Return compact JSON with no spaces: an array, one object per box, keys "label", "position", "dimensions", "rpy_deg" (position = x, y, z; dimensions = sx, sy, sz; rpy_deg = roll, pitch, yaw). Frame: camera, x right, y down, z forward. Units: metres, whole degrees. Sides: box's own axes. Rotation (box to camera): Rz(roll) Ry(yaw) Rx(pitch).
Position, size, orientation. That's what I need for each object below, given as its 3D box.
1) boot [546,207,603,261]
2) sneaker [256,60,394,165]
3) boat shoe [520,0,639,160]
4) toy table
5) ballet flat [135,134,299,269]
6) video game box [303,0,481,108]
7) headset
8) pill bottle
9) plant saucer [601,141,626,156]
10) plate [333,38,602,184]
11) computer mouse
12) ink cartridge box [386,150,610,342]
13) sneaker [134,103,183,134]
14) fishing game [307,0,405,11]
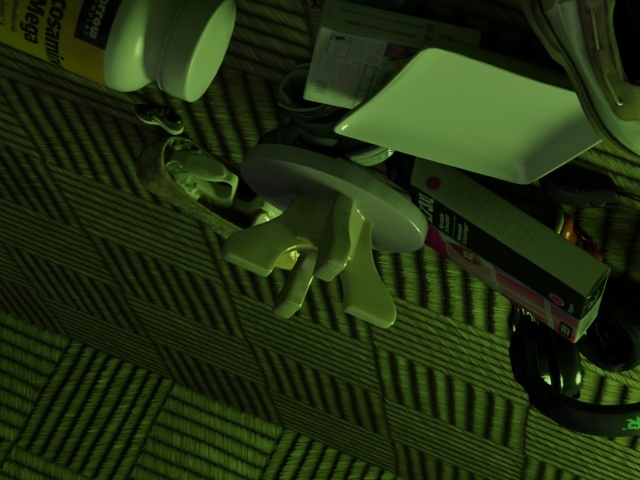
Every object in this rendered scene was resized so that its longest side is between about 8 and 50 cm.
[{"label":"boot","position":[0.352,0.005,2.015],"dimensions":[0.085,0.059,0.158],"rpy_deg":[7,156,11]},{"label":"sneaker","position":[-0.021,-0.167,1.971],"dimensions":[0.269,0.101,0.153],"rpy_deg":[-5,143,46]},{"label":"boat shoe","position":[0.325,-0.175,1.490],"dimensions":[0.302,0.113,0.103],"rpy_deg":[41,162,-33]},{"label":"toy table","position":[0.000,0.000,1.983],"dimensions":[0.274,0.161,0.252],"rpy_deg":[19,155,0]},{"label":"ballet flat","position":[-0.137,-0.063,2.368],"dimensions":[0.349,0.123,0.123],"rpy_deg":[30,160,-11]},{"label":"video game box","position":[0.082,-0.210,1.747],"dimensions":[0.187,0.048,0.205],"rpy_deg":[14,161,-2]},{"label":"headset","position":[0.383,0.166,2.121],"dimensions":[0.394,0.243,0.185],"rpy_deg":[47,154,49]},{"label":"pill bottle","position":[-0.285,-0.301,1.819],"dimensions":[0.334,0.188,0.188],"rpy_deg":[23,160,8]},{"label":"plant saucer","position":[0.366,-0.121,1.726],"dimensions":[0.083,0.013,0.083],"rpy_deg":[23,161,8]},{"label":"plate","position":[0.192,-0.155,1.712],"dimensions":[0.277,0.045,0.278],"rpy_deg":[15,160,-18]},{"label":"computer mouse","position":[0.390,-0.042,1.854],"dimensions":[0.242,0.041,0.071],"rpy_deg":[19,158,18]},{"label":"ink cartridge box","position":[0.223,-0.010,2.001],"dimensions":[0.371,0.069,0.175],"rpy_deg":[36,164,18]},{"label":"sneaker","position":[-0.252,-0.199,2.284],"dimensions":[0.083,0.031,0.035],"rpy_deg":[23,147,-2]},{"label":"fishing game","position":[0.019,-0.312,1.635],"dimensions":[0.189,0.041,0.264],"rpy_deg":[37,160,-28]}]
